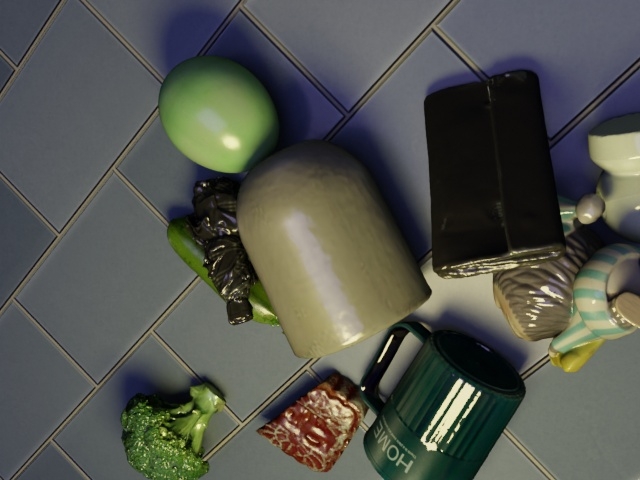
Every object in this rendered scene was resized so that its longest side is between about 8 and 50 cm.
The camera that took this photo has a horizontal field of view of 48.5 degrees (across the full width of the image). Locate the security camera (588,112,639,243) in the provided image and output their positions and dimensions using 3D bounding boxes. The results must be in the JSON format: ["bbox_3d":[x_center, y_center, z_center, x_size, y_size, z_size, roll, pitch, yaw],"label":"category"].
[{"bbox_3d":[0.599,-0.106,1.288,0.194,0.194,0.236,-12,104,20],"label":"security camera"}]

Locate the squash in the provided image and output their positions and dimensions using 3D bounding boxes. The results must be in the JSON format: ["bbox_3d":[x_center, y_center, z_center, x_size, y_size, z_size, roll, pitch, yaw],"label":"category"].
[{"bbox_3d":[-0.210,0.083,1.636,0.378,0.101,0.101,39,112,5],"label":"squash"}]

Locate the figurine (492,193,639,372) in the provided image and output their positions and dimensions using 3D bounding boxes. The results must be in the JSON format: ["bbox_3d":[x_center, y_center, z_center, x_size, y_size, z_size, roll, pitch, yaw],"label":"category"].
[{"bbox_3d":[0.405,0.029,1.296,0.377,0.361,0.266,41,74,8],"label":"figurine"}]

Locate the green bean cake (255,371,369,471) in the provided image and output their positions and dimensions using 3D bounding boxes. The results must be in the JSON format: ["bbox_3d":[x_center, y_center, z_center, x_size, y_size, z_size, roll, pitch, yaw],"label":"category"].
[{"bbox_3d":[-0.010,0.417,1.663,0.198,0.097,0.233,35,112,6],"label":"green bean cake"}]

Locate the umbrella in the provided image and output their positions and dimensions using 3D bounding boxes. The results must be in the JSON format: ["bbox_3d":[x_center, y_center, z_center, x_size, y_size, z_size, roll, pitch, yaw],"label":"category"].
[{"bbox_3d":[-0.191,0.020,1.555,0.154,0.128,0.337,-19,72,-20],"label":"umbrella"}]

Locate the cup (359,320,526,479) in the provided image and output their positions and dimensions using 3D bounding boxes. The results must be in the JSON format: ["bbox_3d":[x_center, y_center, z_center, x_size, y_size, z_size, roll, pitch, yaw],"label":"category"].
[{"bbox_3d":[0.255,0.350,1.517,0.242,0.308,0.292,18,112,-23],"label":"cup"}]

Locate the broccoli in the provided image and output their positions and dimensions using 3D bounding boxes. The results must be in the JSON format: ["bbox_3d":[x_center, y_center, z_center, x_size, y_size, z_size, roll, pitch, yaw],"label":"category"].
[{"bbox_3d":[-0.350,0.460,1.720,0.270,0.270,0.270,-40,90,-8],"label":"broccoli"}]

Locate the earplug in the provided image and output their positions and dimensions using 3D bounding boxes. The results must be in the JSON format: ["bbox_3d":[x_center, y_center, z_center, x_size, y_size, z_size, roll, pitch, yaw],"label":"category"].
[{"bbox_3d":[0.000,0.000,1.438,0.312,0.312,0.394,-26,94,22],"label":"earplug"}]

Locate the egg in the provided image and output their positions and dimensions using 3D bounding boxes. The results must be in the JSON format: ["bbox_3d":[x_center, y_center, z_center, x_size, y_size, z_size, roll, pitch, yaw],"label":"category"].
[{"bbox_3d":[-0.209,-0.260,1.477,0.269,0.220,0.220,38,112,1],"label":"egg"}]

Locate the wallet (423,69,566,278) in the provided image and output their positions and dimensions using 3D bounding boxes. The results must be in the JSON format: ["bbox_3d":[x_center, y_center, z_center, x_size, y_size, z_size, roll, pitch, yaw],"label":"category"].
[{"bbox_3d":[0.306,-0.131,1.299,0.228,0.062,0.406,-13,56,22],"label":"wallet"}]
